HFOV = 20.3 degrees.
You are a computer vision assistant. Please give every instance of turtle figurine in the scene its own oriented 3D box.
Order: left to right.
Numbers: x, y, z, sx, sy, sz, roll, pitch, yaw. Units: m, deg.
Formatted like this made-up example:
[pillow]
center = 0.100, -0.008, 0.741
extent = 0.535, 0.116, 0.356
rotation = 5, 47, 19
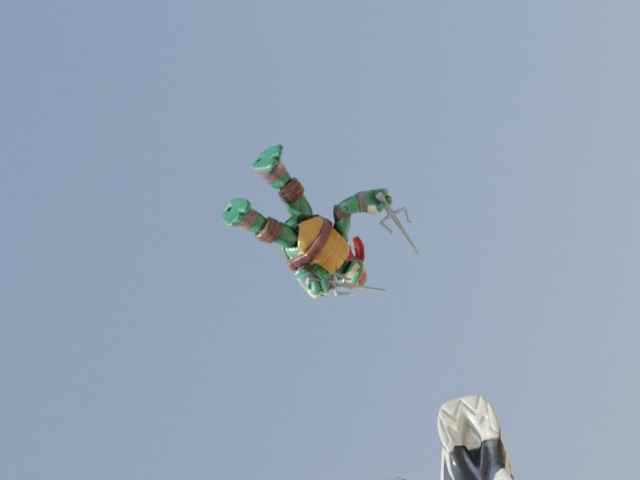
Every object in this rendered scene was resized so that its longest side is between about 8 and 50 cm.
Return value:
[turtle figurine]
center = 0.000, 0.000, 2.137
extent = 0.234, 0.118, 0.175
rotation = 37, -127, -22

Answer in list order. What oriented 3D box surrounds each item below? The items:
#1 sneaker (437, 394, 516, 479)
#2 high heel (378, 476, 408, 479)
[sneaker]
center = 0.190, 0.308, 2.070
extent = 0.153, 0.094, 0.235
rotation = 62, -169, -66
[high heel]
center = 0.026, 0.315, 1.570
extent = 0.186, 0.093, 0.261
rotation = -50, 10, 15
